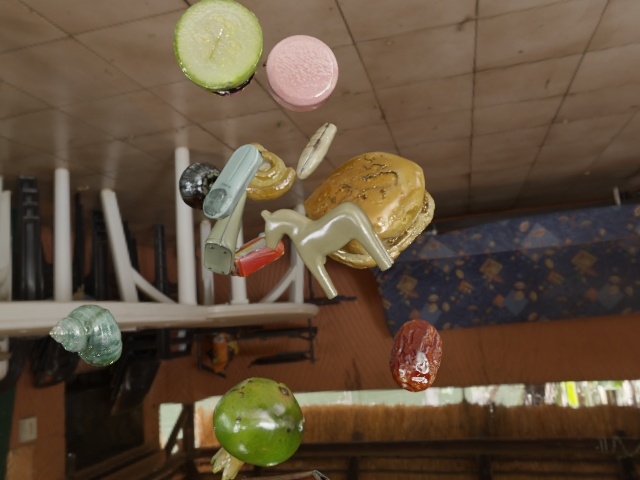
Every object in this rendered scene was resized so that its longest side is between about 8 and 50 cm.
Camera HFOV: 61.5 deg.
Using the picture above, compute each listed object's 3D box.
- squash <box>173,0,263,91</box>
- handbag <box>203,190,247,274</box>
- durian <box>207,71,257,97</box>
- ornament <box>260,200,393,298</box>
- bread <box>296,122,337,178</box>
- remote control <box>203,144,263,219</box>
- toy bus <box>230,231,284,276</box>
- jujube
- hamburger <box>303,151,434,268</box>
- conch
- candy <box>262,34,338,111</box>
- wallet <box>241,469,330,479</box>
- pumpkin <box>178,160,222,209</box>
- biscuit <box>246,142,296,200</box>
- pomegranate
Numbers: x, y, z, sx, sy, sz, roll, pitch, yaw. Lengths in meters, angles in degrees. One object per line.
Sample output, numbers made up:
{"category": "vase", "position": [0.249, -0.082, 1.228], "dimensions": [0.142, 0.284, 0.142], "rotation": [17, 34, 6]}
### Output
{"category": "squash", "position": [-0.244, -0.470, 1.294], "dimensions": [0.219, 0.219, 0.041], "rotation": [-5, 176, 3]}
{"category": "handbag", "position": [-0.303, -0.051, 1.885], "dimensions": [0.109, 0.315, 0.241], "rotation": [22, 145, -2]}
{"category": "durian", "position": [-0.281, -0.510, 1.619], "dimensions": [0.186, 0.108, 0.119], "rotation": [-22, 151, 5]}
{"category": "ornament", "position": [0.000, 0.000, 1.155], "dimensions": [0.230, 0.245, 0.061], "rotation": [-32, 180, 21]}
{"category": "bread", "position": [-0.014, -0.274, 1.606], "dimensions": [0.073, 0.214, 0.053], "rotation": [3, 144, 42]}
{"category": "remote control", "position": [-0.255, -0.169, 1.571], "dimensions": [0.104, 0.247, 0.052], "rotation": [26, 172, 40]}
{"category": "toy bus", "position": [-0.273, 0.058, 2.331], "dimensions": [0.265, 0.121, 0.119], "rotation": [-30, -153, -31]}
{"category": "jujube", "position": [0.323, 0.389, 1.831], "dimensions": [0.174, 0.250, 0.174], "rotation": [17, 142, 14]}
{"category": "hamburger", "position": [0.112, -0.082, 1.355], "dimensions": [0.284, 0.304, 0.174], "rotation": [24, 150, 40]}
{"category": "conch", "position": [-0.819, 0.334, 1.904], "dimensions": [0.220, 0.195, 0.277], "rotation": [-52, 144, 10]}
{"category": "candy", "position": [-0.070, -0.558, 1.796], "dimensions": [0.255, 0.256, 0.094], "rotation": [-3, 177, -7]}
{"category": "wallet", "position": [-0.073, 0.638, 1.385], "dimensions": [0.255, 0.031, 0.137], "rotation": [-23, 120, 33]}
{"category": "pumpkin", "position": [-0.539, -0.249, 2.481], "dimensions": [0.163, 0.233, 0.233], "rotation": [11, -178, 36]}
{"category": "biscuit", "position": [-0.247, -0.270, 2.200], "dimensions": [0.274, 0.213, 0.091], "rotation": [33, 165, 13]}
{"category": "pomegranate", "position": [-0.208, 0.633, 1.733], "dimensions": [0.309, 0.359, 0.216], "rotation": [37, 178, -34]}
